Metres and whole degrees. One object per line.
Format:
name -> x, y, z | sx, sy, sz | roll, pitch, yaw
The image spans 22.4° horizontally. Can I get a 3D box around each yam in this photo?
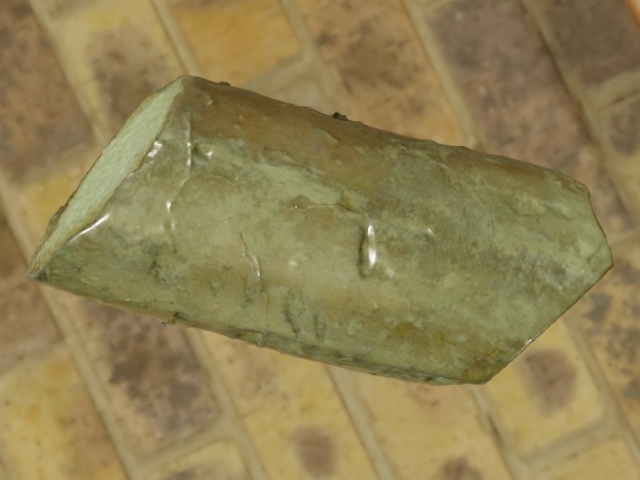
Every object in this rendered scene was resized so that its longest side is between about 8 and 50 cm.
yam -> 0.000, 0.000, 0.436 | 0.070, 0.146, 0.070 | -165, 90, -78
